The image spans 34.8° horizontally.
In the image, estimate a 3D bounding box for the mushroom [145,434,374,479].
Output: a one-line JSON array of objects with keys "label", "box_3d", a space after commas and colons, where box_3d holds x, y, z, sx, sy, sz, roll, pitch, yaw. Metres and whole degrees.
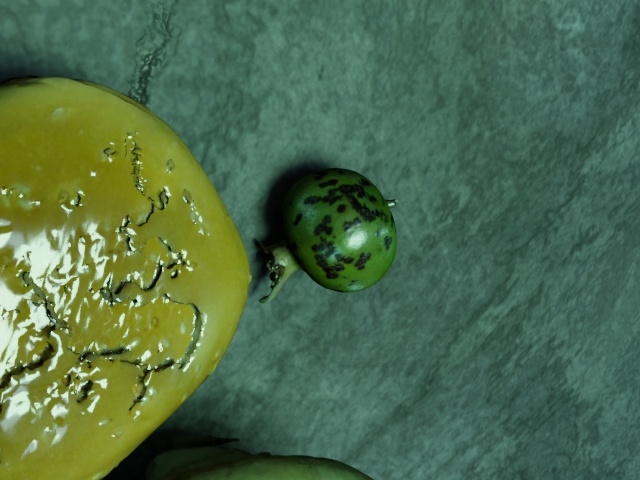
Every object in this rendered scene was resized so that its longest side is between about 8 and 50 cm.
[{"label": "mushroom", "box_3d": [-0.080, 0.308, 0.887, 0.352, 0.260, 0.352, -3, 140, -3]}]

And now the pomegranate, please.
[{"label": "pomegranate", "box_3d": [0.000, 0.000, 0.955, 0.161, 0.122, 0.122, -32, 132, 9]}]

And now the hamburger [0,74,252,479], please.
[{"label": "hamburger", "box_3d": [-0.213, 0.037, 0.747, 0.304, 0.174, 0.284, -44, 120, -26]}]
